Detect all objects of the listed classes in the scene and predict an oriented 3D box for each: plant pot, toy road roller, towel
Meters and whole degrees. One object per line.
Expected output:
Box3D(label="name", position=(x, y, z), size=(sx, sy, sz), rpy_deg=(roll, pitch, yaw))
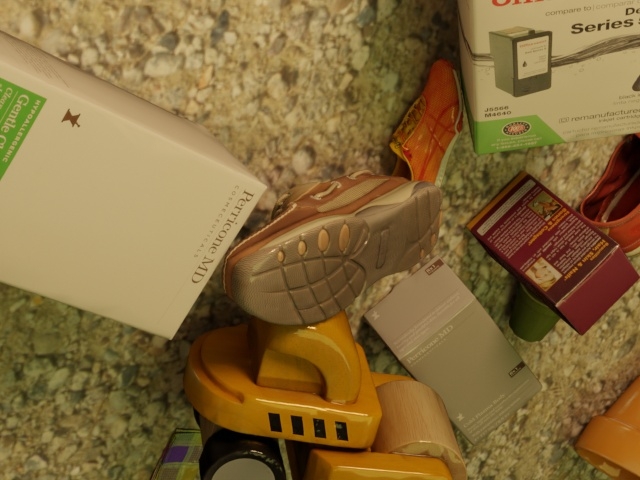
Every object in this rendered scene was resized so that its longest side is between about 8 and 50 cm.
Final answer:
Box3D(label="plant pot", position=(0.501, 0.272, 2.114), size=(0.205, 0.205, 0.188), rpy_deg=(39, 79, -44))
Box3D(label="toy road roller", position=(0.012, 0.169, 1.627), size=(0.330, 0.202, 0.240), rpy_deg=(9, 116, -13))
Box3D(label="plant pot", position=(0.283, 0.089, 1.908), size=(0.083, 0.083, 0.079), rpy_deg=(-5, 135, -32))
Box3D(label="towel", position=(-0.166, 0.264, 1.764), size=(0.060, 0.009, 0.083), rpy_deg=(11, 114, -38))

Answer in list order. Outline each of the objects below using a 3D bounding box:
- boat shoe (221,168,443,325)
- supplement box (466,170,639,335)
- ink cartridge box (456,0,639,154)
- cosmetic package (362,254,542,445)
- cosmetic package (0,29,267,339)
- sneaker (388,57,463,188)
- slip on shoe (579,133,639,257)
Box3D(label="boat shoe", position=(0.000, 0.000, 1.551), size=(0.324, 0.116, 0.123), rpy_deg=(-19, 126, -50))
Box3D(label="supplement box", position=(0.279, 0.013, 1.766), size=(0.104, 0.188, 0.081), rpy_deg=(-45, 135, 0))
Box3D(label="ink cartridge box", position=(0.245, -0.224, 1.513), size=(0.198, 0.114, 0.273), rpy_deg=(-8, 145, 3))
Box3D(label="cosmetic package", position=(0.170, 0.141, 1.843), size=(0.127, 0.107, 0.238), rpy_deg=(-41, 137, 2))
Box3D(label="cosmetic package", position=(-0.257, -0.064, 1.369), size=(0.366, 0.155, 0.197), rpy_deg=(23, 103, -41))
Box3D(label="sneaker", position=(0.116, -0.121, 1.649), size=(0.067, 0.064, 0.175), rpy_deg=(1, 118, -23))
Box3D(label="slip on shoe", position=(0.447, -0.125, 1.840), size=(0.101, 0.123, 0.331), rpy_deg=(23, 111, -38))
